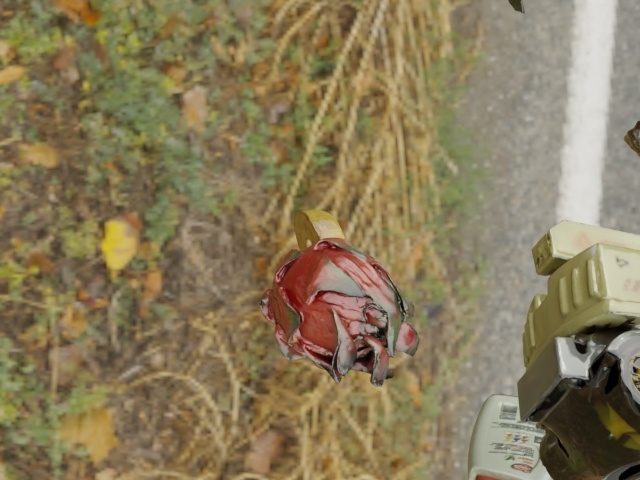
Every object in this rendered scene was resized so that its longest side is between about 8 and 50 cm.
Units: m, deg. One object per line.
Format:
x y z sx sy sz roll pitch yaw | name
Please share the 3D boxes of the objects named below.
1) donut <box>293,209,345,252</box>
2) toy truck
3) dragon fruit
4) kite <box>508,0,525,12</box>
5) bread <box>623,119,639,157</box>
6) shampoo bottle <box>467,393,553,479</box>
0.000 0.000 1.770 0.043 0.108 0.097 -19 116 -21 | donut
0.378 0.107 1.177 0.405 0.181 0.254 6 58 -13 | toy truck
0.016 0.065 1.157 0.121 0.142 0.130 62 46 -67 | dragon fruit
0.194 -0.388 1.672 0.232 0.189 0.009 47 65 1 | kite
0.579 -0.225 1.621 0.165 0.416 0.113 42 17 3 | bread
0.268 0.317 1.739 0.284 0.153 0.071 -61 158 -56 | shampoo bottle
